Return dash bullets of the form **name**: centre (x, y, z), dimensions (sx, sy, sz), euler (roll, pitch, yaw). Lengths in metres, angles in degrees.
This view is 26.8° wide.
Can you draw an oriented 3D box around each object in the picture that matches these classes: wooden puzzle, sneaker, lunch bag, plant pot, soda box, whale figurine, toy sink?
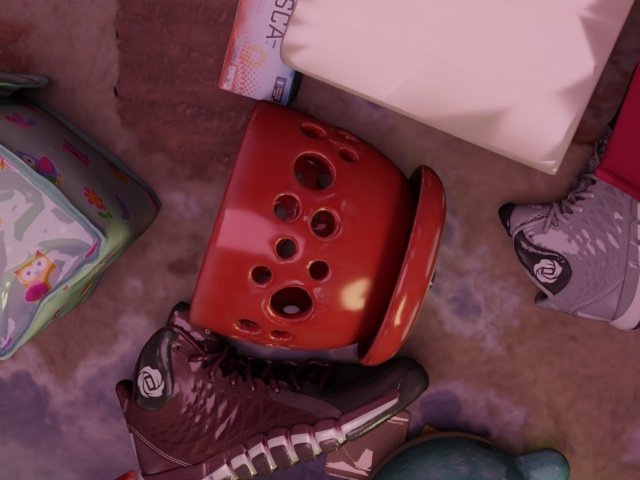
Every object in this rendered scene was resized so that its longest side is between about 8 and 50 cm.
- **wooden puzzle**: centre (0.043, 0.181, 1.207), dimensions (0.116, 0.014, 0.079), euler (18, 101, 4)
- **sneaker**: centre (0.213, -0.040, 1.095), dimensions (0.132, 0.086, 0.229), euler (7, 105, 9)
- **lunch bag**: centre (-0.279, -0.057, 1.091), dimensions (0.262, 0.223, 0.160), euler (43, 99, -1)
- **plant pot**: centre (0.000, 0.000, 1.087), dimensions (0.174, 0.191, 0.191), euler (17, 105, -5)
- **soda box**: centre (-0.029, -0.206, 1.104), dimensions (0.062, 0.058, 0.183), euler (17, 106, 4)
- **whale figurine**: centre (0.157, 0.279, 1.142), dimensions (0.272, 0.141, 0.216), euler (29, 96, -7)
- **toy sink**: centre (0.103, -0.173, 1.056), dimensions (0.234, 0.131, 0.153), euler (21, 105, -2)
- **sneaker**: centre (-0.059, 0.115, 1.156), dimensions (0.281, 0.106, 0.163), euler (-23, 90, 15)

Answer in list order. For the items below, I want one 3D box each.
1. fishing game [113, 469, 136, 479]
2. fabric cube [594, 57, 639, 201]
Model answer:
- **fishing game**: centre (-0.092, 0.290, 1.184), dimensions (0.264, 0.041, 0.189), euler (34, 147, -16)
- **fabric cube**: centre (0.390, -0.102, 0.923), dimensions (0.259, 0.254, 0.258), euler (10, 108, -26)
